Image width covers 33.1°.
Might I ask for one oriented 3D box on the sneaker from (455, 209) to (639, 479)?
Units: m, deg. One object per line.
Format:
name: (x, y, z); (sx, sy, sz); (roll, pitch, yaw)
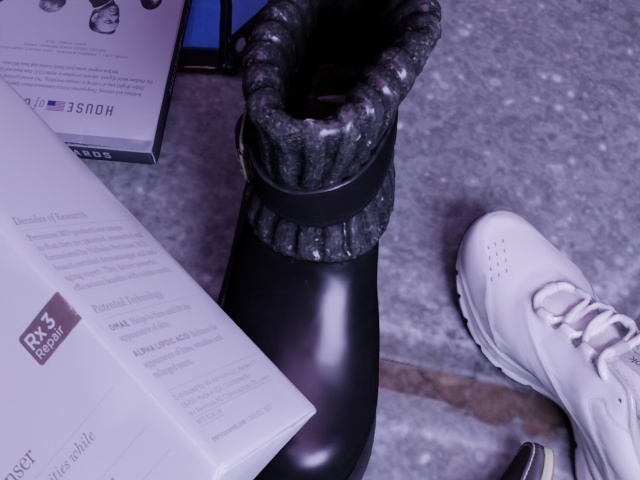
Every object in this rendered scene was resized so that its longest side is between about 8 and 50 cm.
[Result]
sneaker: (0.212, 0.092, 0.811); (0.111, 0.129, 0.297); (-29, 73, -19)

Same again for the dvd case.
dvd case: (-0.200, -0.179, 0.888); (0.179, 0.029, 0.239); (6, 67, 6)

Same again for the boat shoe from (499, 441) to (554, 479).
boat shoe: (0.122, 0.207, 0.782); (0.049, 0.056, 0.152); (33, 64, -1)

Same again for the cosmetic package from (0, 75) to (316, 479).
cosmetic package: (-0.219, 0.054, 0.680); (0.385, 0.156, 0.217); (43, 106, 11)

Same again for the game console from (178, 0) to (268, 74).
game console: (-0.094, -0.223, 0.922); (0.085, 0.124, 0.144); (16, 61, -33)

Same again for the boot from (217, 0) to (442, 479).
boot: (-0.004, -0.001, 0.738); (0.131, 0.260, 0.348); (5, 65, -9)
